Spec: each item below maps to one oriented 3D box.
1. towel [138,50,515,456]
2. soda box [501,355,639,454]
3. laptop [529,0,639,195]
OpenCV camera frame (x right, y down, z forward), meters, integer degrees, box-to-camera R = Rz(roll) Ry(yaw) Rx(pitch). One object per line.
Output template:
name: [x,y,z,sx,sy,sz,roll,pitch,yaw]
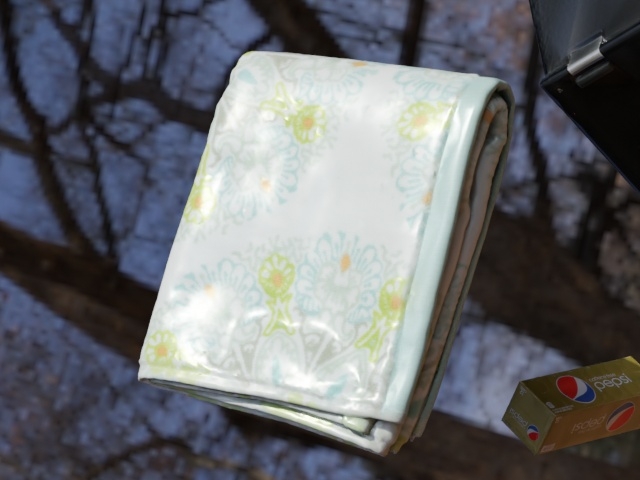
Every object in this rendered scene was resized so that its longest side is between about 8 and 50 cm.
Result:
towel: [0.000,0.000,1.833,0.090,0.320,0.374,32,-107,-55]
soda box: [0.286,0.177,2.026,0.181,0.061,0.058,-7,-50,-40]
laptop: [0.354,-0.215,1.307,0.408,0.382,0.236,46,-139,-17]
